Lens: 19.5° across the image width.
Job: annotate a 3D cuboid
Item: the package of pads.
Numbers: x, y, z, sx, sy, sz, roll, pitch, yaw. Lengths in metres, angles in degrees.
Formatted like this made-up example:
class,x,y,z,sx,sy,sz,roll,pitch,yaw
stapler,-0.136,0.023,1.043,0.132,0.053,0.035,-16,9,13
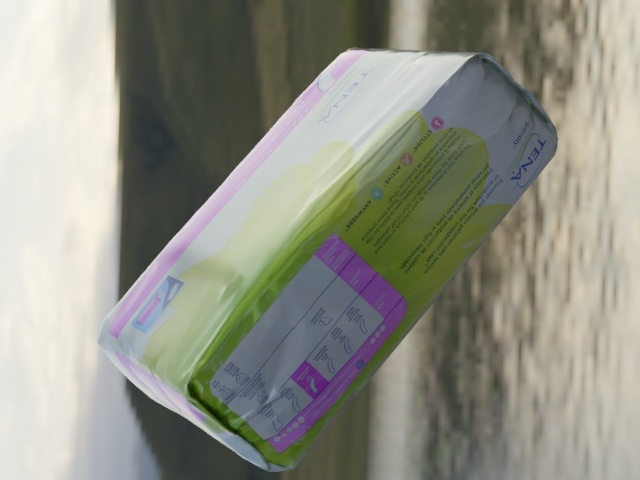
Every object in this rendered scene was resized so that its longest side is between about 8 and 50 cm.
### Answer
class,x,y,z,sx,sy,sz,roll,pitch,yaw
package of pads,0.000,0.000,1.240,0.296,0.101,0.229,-50,21,-9
